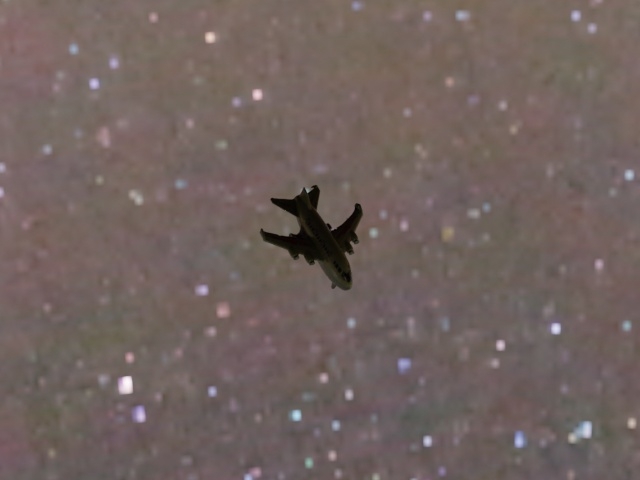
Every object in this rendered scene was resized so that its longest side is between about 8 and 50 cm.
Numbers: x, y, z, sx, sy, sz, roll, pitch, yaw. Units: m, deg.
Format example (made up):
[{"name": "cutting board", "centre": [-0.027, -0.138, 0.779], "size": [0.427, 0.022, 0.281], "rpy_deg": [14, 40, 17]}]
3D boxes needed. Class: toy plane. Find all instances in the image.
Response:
[{"name": "toy plane", "centre": [0.000, 0.000, 1.707], "size": [0.102, 0.040, 0.111], "rpy_deg": [-17, -114, -24]}]
